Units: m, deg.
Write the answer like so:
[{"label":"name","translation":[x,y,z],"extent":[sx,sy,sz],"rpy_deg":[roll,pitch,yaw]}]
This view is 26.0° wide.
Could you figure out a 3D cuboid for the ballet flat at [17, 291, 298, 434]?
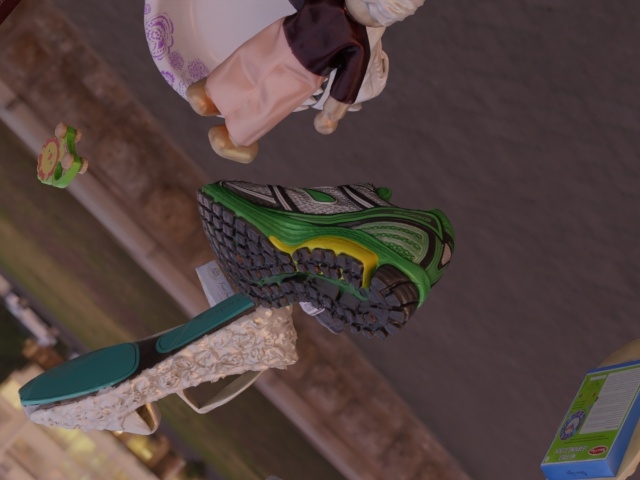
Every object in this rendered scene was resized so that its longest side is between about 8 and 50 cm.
[{"label":"ballet flat","translation":[-0.214,0.193,1.901],"extent":[0.147,0.408,0.147],"rpy_deg":[-22,-90,-83]}]

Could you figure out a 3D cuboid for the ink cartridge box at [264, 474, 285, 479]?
[{"label":"ink cartridge box","translation":[0.035,0.489,1.872],"extent":[0.384,0.160,0.279],"rpy_deg":[20,-171,16]}]

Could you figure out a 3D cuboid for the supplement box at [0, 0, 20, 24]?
[{"label":"supplement box","translation":[-0.421,-0.324,1.496],"extent":[0.129,0.194,0.191],"rpy_deg":[-5,127,22]}]

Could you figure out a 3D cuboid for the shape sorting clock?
[{"label":"shape sorting clock","translation":[0.310,0.197,1.483],"extent":[0.040,0.206,0.206],"rpy_deg":[35,171,-10]}]

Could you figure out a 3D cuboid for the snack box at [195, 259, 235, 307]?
[{"label":"snack box","translation":[-0.137,0.111,2.097],"extent":[0.141,0.037,0.100],"rpy_deg":[56,167,37]}]

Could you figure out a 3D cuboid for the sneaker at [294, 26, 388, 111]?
[{"label":"sneaker","translation":[0.041,-0.243,1.800],"extent":[0.118,0.110,0.292],"rpy_deg":[13,163,-14]}]

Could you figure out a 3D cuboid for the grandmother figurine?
[{"label":"grandmother figurine","translation":[-0.014,-0.231,1.612],"extent":[0.342,0.104,0.208],"rpy_deg":[-31,92,37]}]

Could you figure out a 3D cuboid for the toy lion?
[{"label":"toy lion","translation":[-0.375,-0.114,1.979],"extent":[0.034,0.096,0.100],"rpy_deg":[17,-141,-37]}]

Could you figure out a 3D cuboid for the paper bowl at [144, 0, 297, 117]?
[{"label":"paper bowl","translation":[-0.101,-0.323,1.978],"extent":[0.284,0.284,0.148],"rpy_deg":[45,-164,-11]}]

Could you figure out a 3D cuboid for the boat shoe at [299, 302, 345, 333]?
[{"label":"boat shoe","translation":[0.037,0.051,1.836],"extent":[0.076,0.080,0.228],"rpy_deg":[50,-156,-11]}]

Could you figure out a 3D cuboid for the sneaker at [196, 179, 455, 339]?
[{"label":"sneaker","translation":[0.000,0.000,1.501],"extent":[0.343,0.146,0.134],"rpy_deg":[19,137,40]}]
